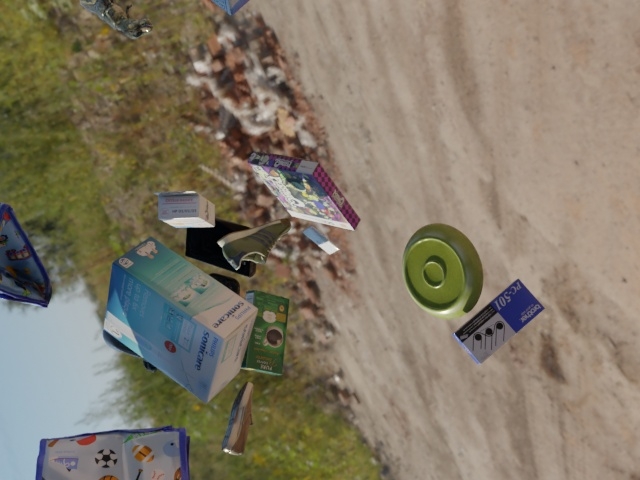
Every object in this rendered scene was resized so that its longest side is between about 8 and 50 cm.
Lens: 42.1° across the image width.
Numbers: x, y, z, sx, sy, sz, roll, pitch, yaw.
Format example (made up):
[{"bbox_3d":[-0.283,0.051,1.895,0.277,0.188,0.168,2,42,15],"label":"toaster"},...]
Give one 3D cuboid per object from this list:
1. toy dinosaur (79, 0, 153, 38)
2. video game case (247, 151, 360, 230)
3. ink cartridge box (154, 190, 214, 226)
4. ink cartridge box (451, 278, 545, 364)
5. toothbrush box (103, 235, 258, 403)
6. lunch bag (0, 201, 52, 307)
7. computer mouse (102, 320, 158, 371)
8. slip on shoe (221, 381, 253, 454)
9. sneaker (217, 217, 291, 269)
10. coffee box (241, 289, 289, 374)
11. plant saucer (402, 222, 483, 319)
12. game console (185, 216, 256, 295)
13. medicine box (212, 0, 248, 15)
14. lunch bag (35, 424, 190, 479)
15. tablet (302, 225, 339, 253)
[{"bbox_3d":[-0.442,-0.494,1.700,0.268,0.064,0.118,34,142,38],"label":"toy dinosaur"},{"bbox_3d":[-0.038,-0.119,2.000,0.210,0.042,0.232,14,155,38],"label":"video game case"},{"bbox_3d":[-0.332,-0.074,2.038,0.181,0.104,0.061,45,-137,-78],"label":"ink cartridge box"},{"bbox_3d":[0.426,0.194,1.997,0.097,0.207,0.046,49,175,7],"label":"ink cartridge box"},{"bbox_3d":[-0.299,0.167,1.756,0.295,0.126,0.216,32,131,14],"label":"toothbrush box"},{"bbox_3d":[-0.601,0.023,1.440,0.221,0.138,0.293,17,160,12],"label":"lunch bag"},{"bbox_3d":[-0.444,0.203,1.984,0.272,0.188,0.072,1,153,47],"label":"computer mouse"},{"bbox_3d":[-0.144,0.331,1.546,0.041,0.135,0.051,24,149,-16],"label":"slip on shoe"},{"bbox_3d":[-0.140,0.013,1.916,0.064,0.192,0.086,-40,71,53],"label":"sneaker"},{"bbox_3d":[-0.132,0.215,1.934,0.040,0.113,0.184,-11,69,45],"label":"coffee box"},{"bbox_3d":[0.286,0.079,2.031,0.241,0.037,0.241,13,109,42],"label":"plant saucer"},{"bbox_3d":[-0.284,0.111,2.310,0.213,0.044,0.361,18,113,23],"label":"game console"},{"bbox_3d":[-0.217,-0.603,1.495,0.263,0.149,0.289,39,161,15],"label":"medicine box"},{"bbox_3d":[-0.430,0.595,1.759,0.239,0.328,0.385,115,150,-68],"label":"lunch bag"},{"bbox_3d":[0.000,0.000,1.886,0.083,0.006,0.054,40,153,-10],"label":"tablet"}]
